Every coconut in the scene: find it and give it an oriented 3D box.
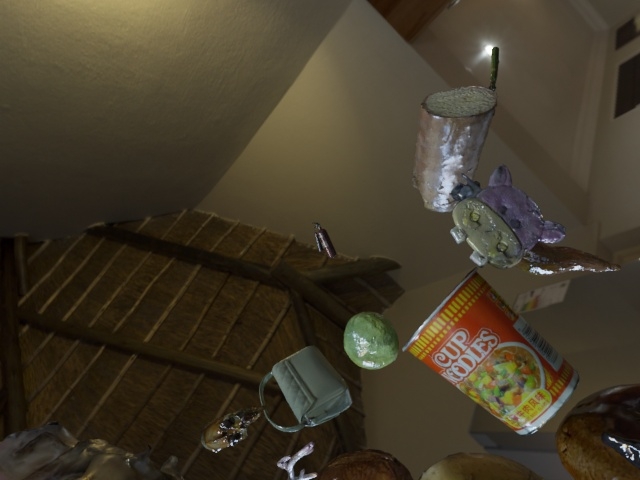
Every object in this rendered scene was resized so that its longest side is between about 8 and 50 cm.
[{"bbox_3d":[0.078,0.157,0.681,0.088,0.088,0.096,-49,-37,-37],"label":"coconut"}]

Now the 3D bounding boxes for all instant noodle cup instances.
[{"bbox_3d":[0.269,0.179,0.695,0.212,0.193,0.193,42,-131,19],"label":"instant noodle cup"}]

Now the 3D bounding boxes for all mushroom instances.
[{"bbox_3d":[0.486,0.298,0.576,0.254,0.267,0.267,50,-129,5],"label":"mushroom"}]

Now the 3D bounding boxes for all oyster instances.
[{"bbox_3d":[-0.346,0.318,0.574,0.275,0.271,0.100,5,-79,-46],"label":"oyster"}]

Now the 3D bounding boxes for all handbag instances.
[{"bbox_3d":[-0.056,0.407,1.190,0.219,0.256,0.079,-23,-64,-17],"label":"handbag"}]

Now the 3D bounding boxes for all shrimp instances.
[{"bbox_3d":[-0.111,0.249,0.590,0.099,0.180,0.041,-18,-107,-23],"label":"shrimp"}]

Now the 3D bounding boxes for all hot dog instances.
[{"bbox_3d":[0.103,0.610,1.042,0.122,0.272,0.196,10,-119,-49],"label":"hot dog"}]

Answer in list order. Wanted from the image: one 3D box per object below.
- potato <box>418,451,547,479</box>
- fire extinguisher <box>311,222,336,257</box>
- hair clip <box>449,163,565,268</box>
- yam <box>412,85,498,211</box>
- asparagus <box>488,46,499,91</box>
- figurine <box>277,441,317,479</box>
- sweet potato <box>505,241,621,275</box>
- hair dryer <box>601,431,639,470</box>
[{"bbox_3d":[0.289,0.474,0.682,0.299,0.116,0.239,22,-101,-5],"label":"potato"},{"bbox_3d":[0.004,-0.002,1.108,0.032,0.046,0.100,-27,-84,-19],"label":"fire extinguisher"},{"bbox_3d":[0.287,-0.038,0.734,0.146,0.056,0.187,-36,-117,-1],"label":"hair clip"},{"bbox_3d":[0.251,-0.174,0.854,0.129,0.238,0.128,19,-124,21],"label":"yam"},{"bbox_3d":[0.334,-0.328,0.846,0.018,0.015,0.127,27,-122,-20],"label":"asparagus"},{"bbox_3d":[-0.150,0.610,0.973,0.316,0.284,0.206,4,-133,-25],"label":"figurine"},{"bbox_3d":[0.413,0.037,0.791,0.226,0.068,0.068,14,-126,17],"label":"sweet potato"},{"bbox_3d":[0.417,0.240,0.342,0.106,0.345,0.189,-51,-37,-29],"label":"hair dryer"}]
